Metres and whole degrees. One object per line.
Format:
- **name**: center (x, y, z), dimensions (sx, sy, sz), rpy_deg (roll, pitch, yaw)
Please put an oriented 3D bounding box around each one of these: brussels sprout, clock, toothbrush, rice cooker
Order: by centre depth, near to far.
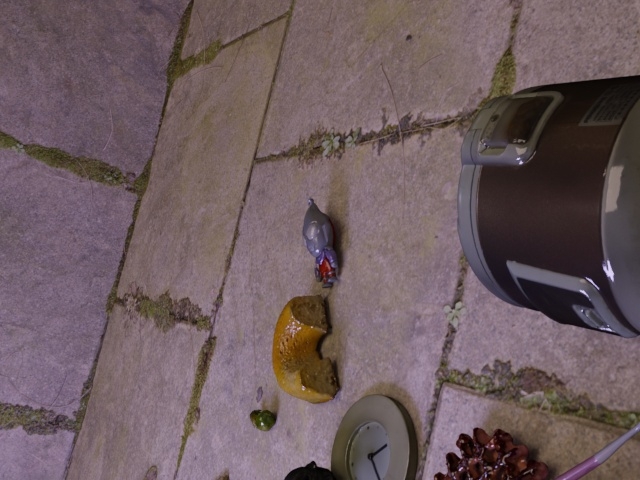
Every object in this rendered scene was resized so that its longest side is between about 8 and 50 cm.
- **rice cooker**: center (0.354, -0.048, 0.938), dimensions (0.325, 0.335, 0.335), rpy_deg (12, 85, 57)
- **toothbrush**: center (0.345, 0.294, 0.957), dimensions (0.286, 0.020, 0.025), rpy_deg (-53, 32, 39)
- **clock**: center (0.099, 0.412, 1.405), dimensions (0.235, 0.029, 0.235), rpy_deg (-33, 47, 45)
- **brussels sprout**: center (-0.139, 0.428, 1.764), dimensions (0.083, 0.046, 0.051), rpy_deg (156, 122, -63)

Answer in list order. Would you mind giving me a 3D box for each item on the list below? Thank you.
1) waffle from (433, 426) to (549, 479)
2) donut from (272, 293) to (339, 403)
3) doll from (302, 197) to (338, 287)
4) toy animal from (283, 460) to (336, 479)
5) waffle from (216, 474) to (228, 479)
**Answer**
- **waffle**: center (0.259, 0.405, 1.127), dimensions (0.221, 0.055, 0.234), rpy_deg (1, 80, 55)
- **donut**: center (-0.045, 0.260, 1.654), dimensions (0.152, 0.101, 0.259), rpy_deg (-49, 41, 42)
- **doll**: center (0.000, 0.000, 1.729), dimensions (0.102, 0.075, 0.228), rpy_deg (-45, 51, 52)
- **toy animal**: center (-0.050, 0.595, 1.417), dimensions (0.168, 0.106, 0.343), rpy_deg (-110, 34, -79)
- **waffle**: center (-0.270, 0.660, 1.872), dimensions (0.135, 0.021, 0.092), rpy_deg (-44, 42, 37)
